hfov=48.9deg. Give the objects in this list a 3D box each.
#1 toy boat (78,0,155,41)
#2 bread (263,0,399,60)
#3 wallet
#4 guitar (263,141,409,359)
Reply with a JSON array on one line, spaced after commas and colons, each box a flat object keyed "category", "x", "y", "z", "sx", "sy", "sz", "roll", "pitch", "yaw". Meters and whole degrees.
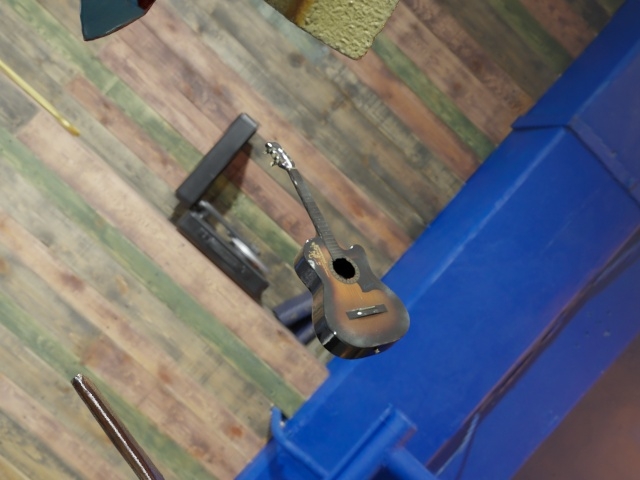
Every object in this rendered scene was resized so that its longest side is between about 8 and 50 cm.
[{"category": "toy boat", "x": -0.256, "y": -0.383, "z": 0.939, "sx": 0.392, "sy": 0.136, "sz": 0.079, "roll": -96, "pitch": 162, "yaw": -48}, {"category": "bread", "x": -0.007, "y": -0.394, "z": 1.054, "sx": 0.240, "sy": 0.135, "sz": 0.178, "roll": 33, "pitch": 21, "yaw": -12}, {"category": "wallet", "x": -0.260, "y": 0.250, "z": 0.908, "sx": 0.176, "sy": 0.026, "sz": 0.095, "roll": 50, "pitch": -15, "yaw": 6}, {"category": "guitar", "x": 0.000, "y": 0.000, "z": 0.639, "sx": 0.088, "sy": 0.025, "sz": 0.233, "roll": -8, "pitch": 59, "yaw": -37}]
